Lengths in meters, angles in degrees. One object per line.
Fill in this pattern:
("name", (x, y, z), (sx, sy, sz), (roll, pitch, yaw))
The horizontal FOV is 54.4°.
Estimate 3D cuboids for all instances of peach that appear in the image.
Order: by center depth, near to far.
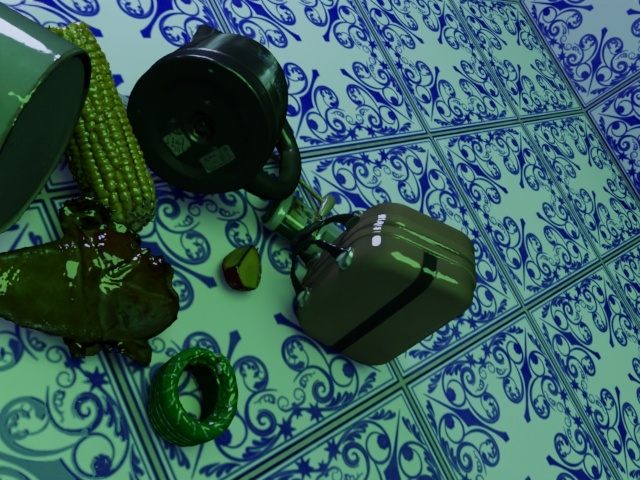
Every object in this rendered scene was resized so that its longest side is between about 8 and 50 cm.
("peach", (-0.135, 0.044, 1.044), (0.077, 0.050, 0.083), (28, 56, -55))

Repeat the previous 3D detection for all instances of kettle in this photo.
("kettle", (-0.137, -0.217, 1.089), (0.321, 0.228, 0.324), (49, 26, -19))

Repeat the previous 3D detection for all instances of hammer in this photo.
("hammer", (-0.055, -0.119, 1.233), (0.195, 0.028, 0.060), (42, 52, -7))

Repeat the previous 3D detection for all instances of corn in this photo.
("corn", (-0.330, -0.157, 0.914), (0.115, 0.115, 0.317), (-27, 104, -45))

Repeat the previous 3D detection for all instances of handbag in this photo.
("handbag", (0.076, 0.065, 1.037), (0.283, 0.302, 0.149), (30, 48, -15))

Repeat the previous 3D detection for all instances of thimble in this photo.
("thimble", (-0.180, 0.218, 0.876), (0.118, 0.090, 0.130), (33, 48, -18))

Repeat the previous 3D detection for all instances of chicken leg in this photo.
("chicken leg", (-0.348, 0.038, 0.812), (0.361, 0.140, 0.211), (22, 61, -33))

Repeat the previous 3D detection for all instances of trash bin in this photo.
("trash bin", (-0.510, -0.202, 0.678), (0.432, 0.280, 0.280), (26, 50, -11))

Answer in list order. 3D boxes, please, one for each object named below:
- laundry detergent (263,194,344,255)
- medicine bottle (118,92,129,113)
("laundry detergent", (0.000, 0.000, 1.169), (0.226, 0.070, 0.099), (37, 27, -18))
("medicine bottle", (-0.389, -0.232, 0.981), (0.203, 0.083, 0.083), (29, 50, -26))
